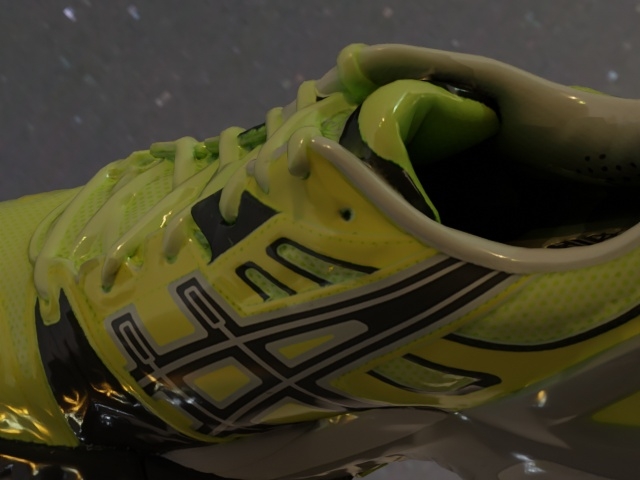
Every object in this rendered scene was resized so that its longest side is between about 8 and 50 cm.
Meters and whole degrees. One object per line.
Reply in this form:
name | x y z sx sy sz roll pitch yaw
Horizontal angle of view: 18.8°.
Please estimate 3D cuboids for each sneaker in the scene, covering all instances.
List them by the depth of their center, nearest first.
sneaker | 0.000 0.000 0.651 0.145 0.385 0.147 -67 -34 -46
